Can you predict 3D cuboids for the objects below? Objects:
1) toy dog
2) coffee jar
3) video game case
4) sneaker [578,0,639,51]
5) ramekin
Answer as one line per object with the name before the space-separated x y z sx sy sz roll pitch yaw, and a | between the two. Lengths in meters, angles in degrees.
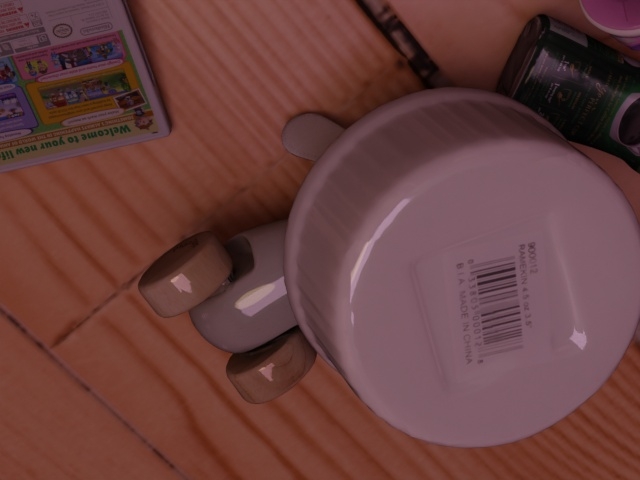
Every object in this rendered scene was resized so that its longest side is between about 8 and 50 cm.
toy dog | 0.000 0.000 0.914 0.333 0.161 0.220 -17 111 -7
coffee jar | 0.251 -0.119 0.865 0.184 0.079 0.096 21 113 -7
video game case | -0.261 -0.155 0.876 0.212 0.023 0.193 -12 125 7
sneaker | 0.302 -0.247 0.805 0.095 0.104 0.236 41 92 27
ramekin | 0.117 0.027 0.790 0.277 0.135 0.277 -4 108 -11
